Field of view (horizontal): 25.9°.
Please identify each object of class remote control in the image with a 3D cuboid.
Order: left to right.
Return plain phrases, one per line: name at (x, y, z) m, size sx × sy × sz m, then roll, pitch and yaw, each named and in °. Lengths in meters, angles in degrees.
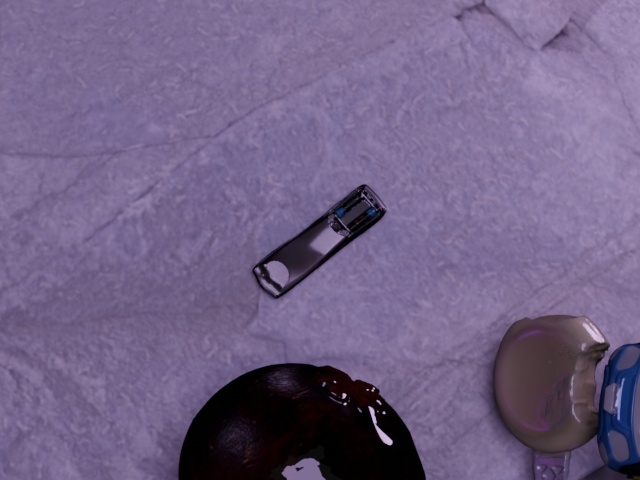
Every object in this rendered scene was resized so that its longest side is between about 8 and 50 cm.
remote control at (0.000, 0.000, 1.917) m, size 0.212 × 0.028 × 0.059 m, roll -39°, pitch 87°, yaw -18°

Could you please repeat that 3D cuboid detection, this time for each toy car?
toy car at (0.460, 0.234, 1.847) m, size 0.314 × 0.166 × 0.198 m, roll 17°, pitch 75°, yaw -38°

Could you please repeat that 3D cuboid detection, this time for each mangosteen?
mangosteen at (-0.035, 0.322, 1.706) m, size 0.307 × 0.307 × 0.346 m, roll 22°, pitch 103°, yaw -5°

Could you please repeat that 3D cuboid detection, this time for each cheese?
cheese at (0.311, 0.242, 1.863) m, size 0.082 × 0.163 × 0.286 m, roll 6°, pitch 81°, yaw -52°

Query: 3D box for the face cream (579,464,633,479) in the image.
face cream at (0.442, 0.453, 1.868) m, size 0.143 × 0.089 × 0.314 m, roll -29°, pitch 72°, yaw -17°
